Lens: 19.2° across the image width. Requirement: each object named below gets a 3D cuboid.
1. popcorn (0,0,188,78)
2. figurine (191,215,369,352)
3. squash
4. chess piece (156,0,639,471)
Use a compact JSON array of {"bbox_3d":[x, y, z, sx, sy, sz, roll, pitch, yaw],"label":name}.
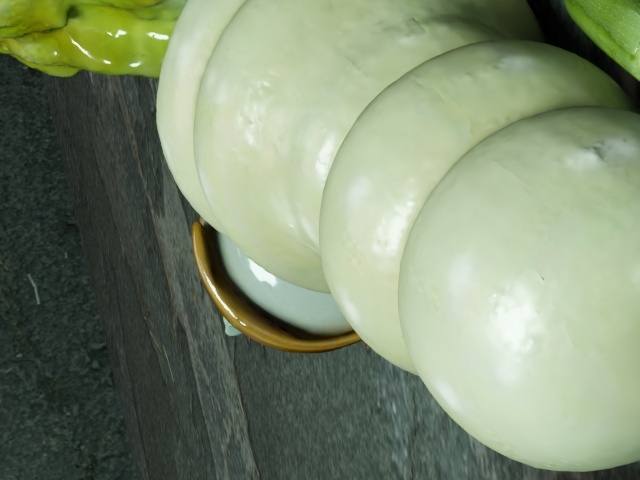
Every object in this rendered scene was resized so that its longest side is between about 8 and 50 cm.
[{"bbox_3d":[-0.157,-0.240,1.232,0.274,0.279,0.335,52,141,28],"label":"popcorn"},{"bbox_3d":[-0.007,-0.007,1.011,0.271,0.143,0.143,-162,64,-75],"label":"figurine"},{"bbox_3d":[0.109,-0.081,0.688,0.083,0.027,0.027,-123,27,-60],"label":"squash"},{"bbox_3d":[0.051,-0.019,0.714,0.300,0.167,0.167,-132,35,-61],"label":"chess piece"}]
